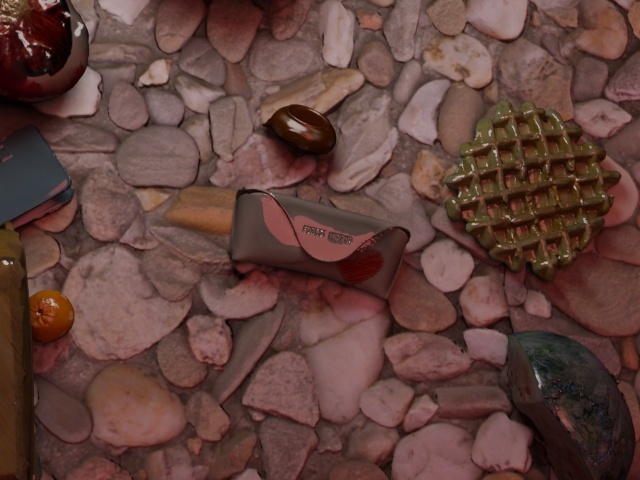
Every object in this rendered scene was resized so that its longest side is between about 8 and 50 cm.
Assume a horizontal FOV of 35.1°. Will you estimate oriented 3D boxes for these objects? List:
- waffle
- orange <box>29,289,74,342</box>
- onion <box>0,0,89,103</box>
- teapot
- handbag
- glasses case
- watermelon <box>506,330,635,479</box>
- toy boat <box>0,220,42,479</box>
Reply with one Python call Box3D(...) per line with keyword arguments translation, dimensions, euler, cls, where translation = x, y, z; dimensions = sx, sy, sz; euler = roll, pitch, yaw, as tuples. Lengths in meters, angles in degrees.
Box3D(translation=(0.377, -0.096, 1.804), dimensions=(0.292, 0.056, 0.309), euler=(37, 74, -1), cls="waffle")
Box3D(translation=(-0.426, 0.118, 1.584), dimensions=(0.083, 0.070, 0.083), euler=(1, 77, -6), cls="orange")
Box3D(translation=(-0.517, -0.322, 1.632), dimensions=(0.272, 0.195, 0.272), euler=(27, 45, -31), cls="onion")
Box3D(translation=(-0.036, -0.183, 1.738), dimensions=(0.129, 0.078, 0.098), euler=(26, 32, 5), cls="teapot")
Box3D(translation=(-0.522, -0.083, 1.623), dimensions=(0.221, 0.057, 0.144), euler=(-30, 80, -16), cls="handbag")
Box3D(translation=(-0.001, 0.002, 1.690), dimensions=(0.308, 0.083, 0.128), euler=(14, 74, -7), cls="glasses case")
Box3D(translation=(0.441, 0.277, 1.658), dimensions=(0.175, 0.188, 0.322), euler=(-31, 90, -12), cls="watermelon")
Box3D(translation=(-0.490, 0.185, 1.512), dimensions=(0.135, 0.162, 0.446), euler=(2, 80, -28), cls="toy boat")
